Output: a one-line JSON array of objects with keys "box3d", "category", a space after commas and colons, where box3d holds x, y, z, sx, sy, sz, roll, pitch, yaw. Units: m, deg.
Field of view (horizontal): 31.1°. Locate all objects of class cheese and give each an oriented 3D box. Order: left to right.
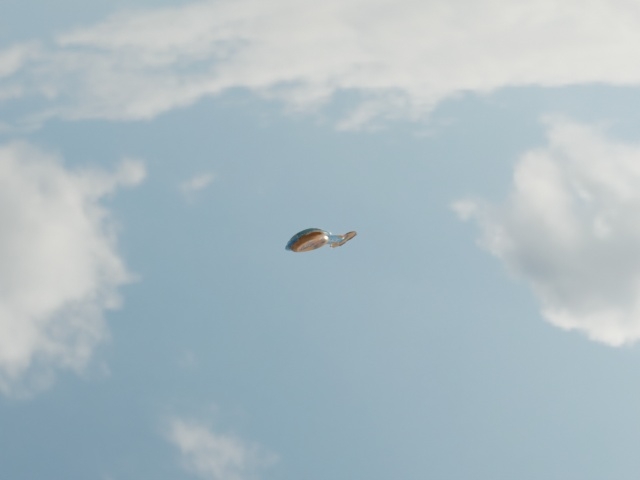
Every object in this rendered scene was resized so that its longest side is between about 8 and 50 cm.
[{"box3d": [0.000, -0.001, 1.322, 0.047, 0.017, 0.111, -33, 161, 35], "category": "cheese"}]
